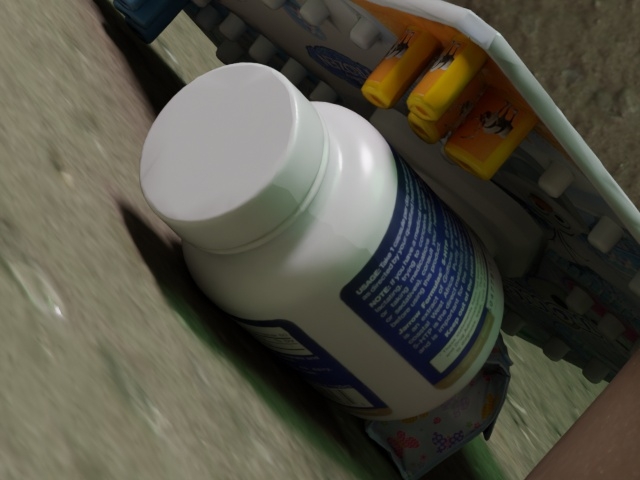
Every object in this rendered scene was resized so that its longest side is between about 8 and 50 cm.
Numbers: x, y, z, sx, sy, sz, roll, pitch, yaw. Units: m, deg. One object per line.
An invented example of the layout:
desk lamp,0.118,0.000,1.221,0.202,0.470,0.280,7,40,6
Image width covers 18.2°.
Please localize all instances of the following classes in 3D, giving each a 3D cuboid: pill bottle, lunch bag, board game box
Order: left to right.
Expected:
pill bottle,0.000,0.000,0.942,0.186,0.112,0.112,44,12,-47
board game box,0.067,-0.016,1.141,0.390,0.050,0.390,47,-12,-34
lunch bag,0.066,0.081,1.066,0.053,0.083,0.071,50,8,-16

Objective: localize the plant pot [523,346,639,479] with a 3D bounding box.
plant pot,0.182,0.153,0.902,0.263,0.229,0.263,52,9,-11
